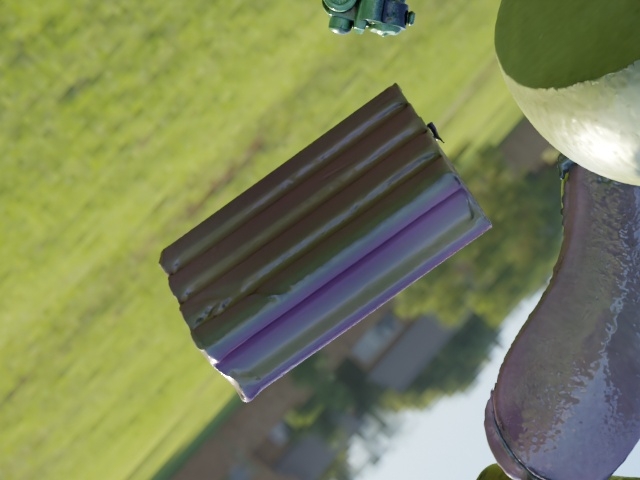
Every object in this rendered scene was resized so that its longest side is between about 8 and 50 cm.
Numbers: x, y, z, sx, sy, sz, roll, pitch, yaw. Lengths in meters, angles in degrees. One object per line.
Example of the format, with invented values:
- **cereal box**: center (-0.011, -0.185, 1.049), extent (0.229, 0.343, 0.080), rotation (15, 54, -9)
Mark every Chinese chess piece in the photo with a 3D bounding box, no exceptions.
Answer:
- **Chinese chess piece**: center (0.212, -0.144, 1.053), extent (0.250, 0.101, 0.250), rotation (-37, -152, 23)

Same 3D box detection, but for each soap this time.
- **soap**: center (0.000, 0.000, 1.249), extent (0.203, 0.065, 0.122), rotation (-36, -142, 7)

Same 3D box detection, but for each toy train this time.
- **toy train**: center (0.061, -0.296, 2.004), extent (0.071, 0.105, 0.178), rotation (175, -72, -88)

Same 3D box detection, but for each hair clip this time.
- **hair clip**: center (0.208, 0.050, 1.488), extent (0.096, 0.110, 0.358), rotation (-15, -134, 31)

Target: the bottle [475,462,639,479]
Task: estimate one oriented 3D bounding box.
- **bottle**: center (0.293, 0.271, 1.522), extent (0.171, 0.351, 0.171), rotation (1, 90, -69)
